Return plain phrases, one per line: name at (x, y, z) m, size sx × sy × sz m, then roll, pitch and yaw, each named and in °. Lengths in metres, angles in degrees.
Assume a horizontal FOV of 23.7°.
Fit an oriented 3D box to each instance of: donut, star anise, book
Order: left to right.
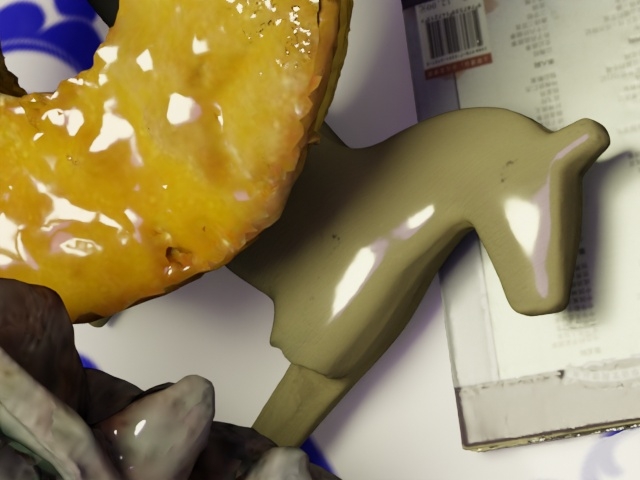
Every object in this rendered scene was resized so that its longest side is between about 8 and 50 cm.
star anise at (-0.126, 0.114, 0.639) m, size 0.360 × 0.316 × 0.139 m, roll 17°, pitch 53°, yaw -1°
donut at (-0.109, -0.100, 0.661) m, size 0.278 × 0.108 × 0.277 m, roll 3°, pitch 101°, yaw 17°
book at (0.124, -0.029, 0.691) m, size 0.157 × 0.026 × 0.231 m, roll -13°, pitch 77°, yaw 27°

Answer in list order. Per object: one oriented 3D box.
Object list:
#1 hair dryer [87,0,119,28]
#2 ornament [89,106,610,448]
hair dryer at (-0.051, -0.233, 0.760) m, size 0.251 × 0.089 × 0.197 m, roll -41°, pitch 89°, yaw -4°
ornament at (0.000, 0.000, 0.712) m, size 0.230 × 0.061 × 0.245 m, roll 44°, pitch 105°, yaw 30°
